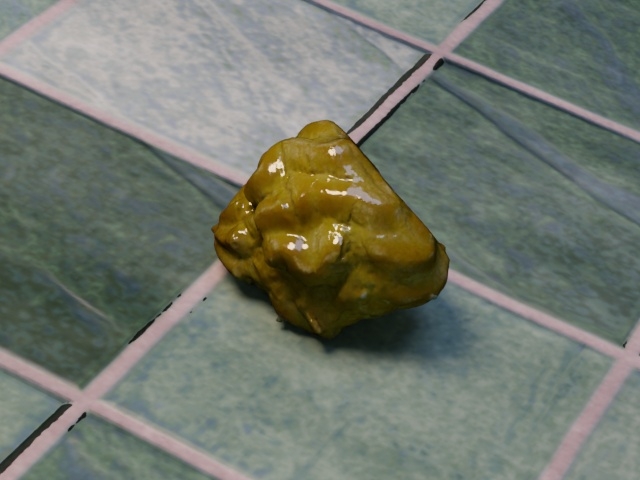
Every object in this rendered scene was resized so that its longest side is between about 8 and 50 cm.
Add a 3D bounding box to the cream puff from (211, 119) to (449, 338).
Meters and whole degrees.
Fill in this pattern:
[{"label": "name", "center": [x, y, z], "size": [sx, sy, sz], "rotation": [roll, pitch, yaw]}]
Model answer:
[{"label": "cream puff", "center": [0.000, 0.000, 1.191], "size": [0.116, 0.146, 0.146], "rotation": [-37, 49, 1]}]
